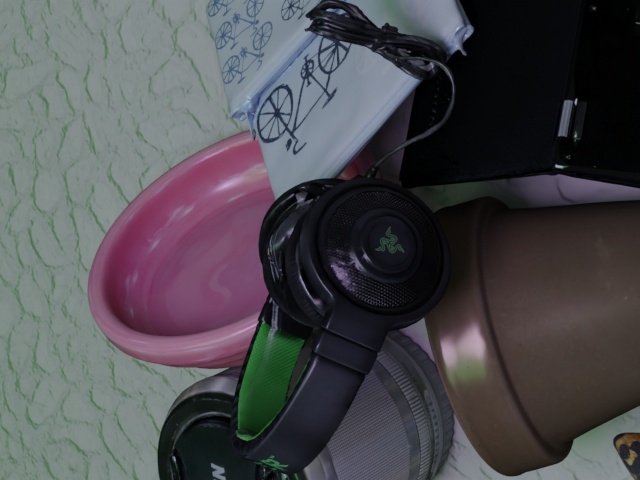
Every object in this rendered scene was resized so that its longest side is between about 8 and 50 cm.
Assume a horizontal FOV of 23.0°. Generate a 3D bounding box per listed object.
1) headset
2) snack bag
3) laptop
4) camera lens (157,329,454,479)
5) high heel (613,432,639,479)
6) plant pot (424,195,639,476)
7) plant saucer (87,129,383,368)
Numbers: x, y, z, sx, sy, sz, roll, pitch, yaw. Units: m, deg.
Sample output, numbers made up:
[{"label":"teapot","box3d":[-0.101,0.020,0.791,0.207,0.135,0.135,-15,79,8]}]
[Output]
[{"label":"headset","box3d":[0.000,0.000,1.351,0.185,0.243,0.394,25,87,-13]},{"label":"snack bag","box3d":[0.002,-0.219,1.546,0.323,0.037,0.342,-47,45,37]},{"label":"laptop","box3d":[0.286,-0.214,1.326,0.408,0.236,0.382,10,84,10]},{"label":"camera lens","box3d":[-0.016,0.216,1.634,0.219,0.274,0.219,13,111,35]},{"label":"high heel","box3d":[0.396,0.206,1.394,0.261,0.093,0.186,29,146,13]},{"label":"plant pot","box3d":[0.244,0.066,1.432,0.229,0.263,0.263,-16,94,21]},{"label":"plant saucer","box3d":[-0.079,0.013,1.628,0.332,0.332,0.084,4,138,37]}]
